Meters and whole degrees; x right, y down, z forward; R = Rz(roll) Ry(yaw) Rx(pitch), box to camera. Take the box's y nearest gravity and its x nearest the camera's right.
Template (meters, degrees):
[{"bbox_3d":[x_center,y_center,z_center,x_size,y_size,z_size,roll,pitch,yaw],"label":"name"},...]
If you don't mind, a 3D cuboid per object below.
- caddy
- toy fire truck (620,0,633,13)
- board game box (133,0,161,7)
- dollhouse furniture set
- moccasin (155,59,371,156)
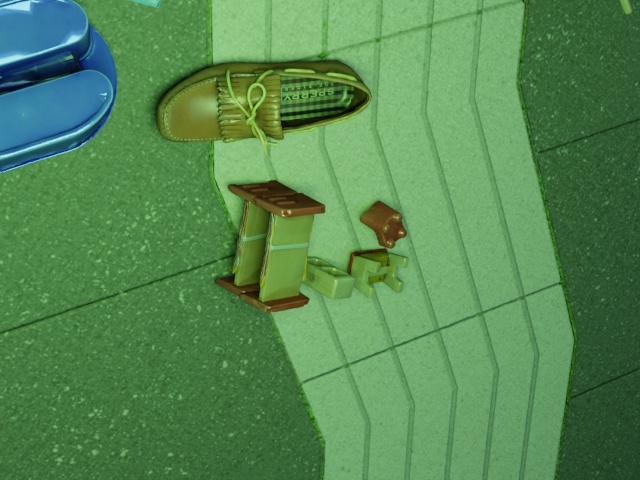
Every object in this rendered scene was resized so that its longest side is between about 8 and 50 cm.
[{"bbox_3d":[-0.474,-0.234,1.532,0.341,0.179,0.241,-20,97,-17],"label":"caddy"},{"bbox_3d":[0.500,-0.529,1.847,0.217,0.246,0.158,34,94,-34],"label":"toy fire truck"},{"bbox_3d":[-0.286,-0.461,1.542,0.160,0.039,0.211,8,140,-30],"label":"board game box"},{"bbox_3d":[0.000,0.000,1.912,0.374,0.152,0.201,-6,115,-43],"label":"dollhouse furniture set"},{"bbox_3d":[-0.094,-0.229,1.738,0.380,0.147,0.139,-6,114,-25],"label":"moccasin"}]
